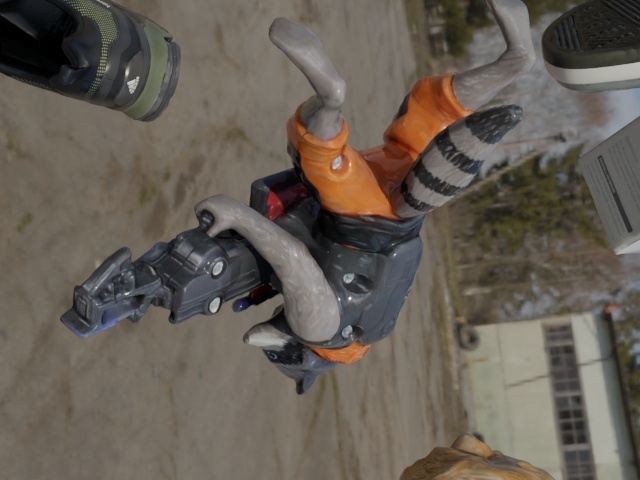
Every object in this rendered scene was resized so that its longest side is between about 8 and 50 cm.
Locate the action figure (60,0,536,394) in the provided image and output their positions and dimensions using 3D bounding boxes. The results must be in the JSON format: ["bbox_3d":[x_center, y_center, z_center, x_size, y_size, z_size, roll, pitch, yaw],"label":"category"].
[{"bbox_3d":[0.000,0.000,0.631,0.341,0.178,0.330,-29,149,-38],"label":"action figure"}]

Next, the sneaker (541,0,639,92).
[{"bbox_3d":[0.319,-0.113,0.646,0.123,0.296,0.178,-89,166,-51],"label":"sneaker"}]

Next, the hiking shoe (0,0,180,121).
[{"bbox_3d":[-0.199,-0.159,0.578,0.114,0.227,0.086,2,117,-60],"label":"hiking shoe"}]

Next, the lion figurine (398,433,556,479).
[{"bbox_3d":[0.077,0.331,0.508,0.392,0.240,0.142,-60,-169,-10],"label":"lion figurine"}]

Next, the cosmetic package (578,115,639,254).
[{"bbox_3d":[0.477,-0.095,1.020,0.225,0.224,0.138,-41,-121,53],"label":"cosmetic package"}]
